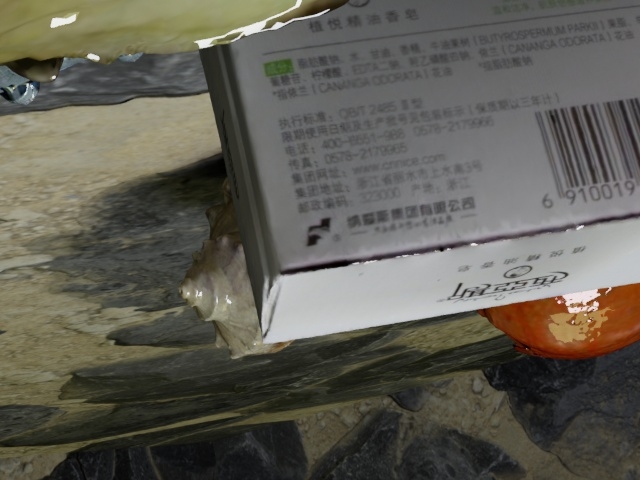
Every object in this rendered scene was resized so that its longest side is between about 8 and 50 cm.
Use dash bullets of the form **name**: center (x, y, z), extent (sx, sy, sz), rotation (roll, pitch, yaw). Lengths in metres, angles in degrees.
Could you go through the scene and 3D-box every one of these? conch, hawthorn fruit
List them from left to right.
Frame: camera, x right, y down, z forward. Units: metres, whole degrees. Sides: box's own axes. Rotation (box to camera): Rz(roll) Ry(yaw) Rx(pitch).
- **conch**: center (0.000, 0.000, 1.105), extent (0.245, 0.162, 0.178), rotation (-13, -171, -35)
- **hawthorn fruit**: center (0.242, -0.028, 1.132), extent (0.299, 0.211, 0.211), rotation (-23, 169, -9)

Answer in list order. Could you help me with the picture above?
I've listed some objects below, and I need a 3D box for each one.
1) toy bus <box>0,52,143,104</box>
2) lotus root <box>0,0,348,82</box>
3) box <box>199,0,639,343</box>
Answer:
- **toy bus**: center (-0.137, -0.112, 0.708), extent (0.153, 0.061, 0.051), rotation (-18, 164, 22)
- **lotus root**: center (-0.040, -0.147, 0.404), extent (0.314, 0.142, 0.210), rotation (-22, 162, -17)
- **box**: center (0.078, -0.068, 0.761), extent (0.260, 0.194, 0.111), rotation (-9, 157, -9)
